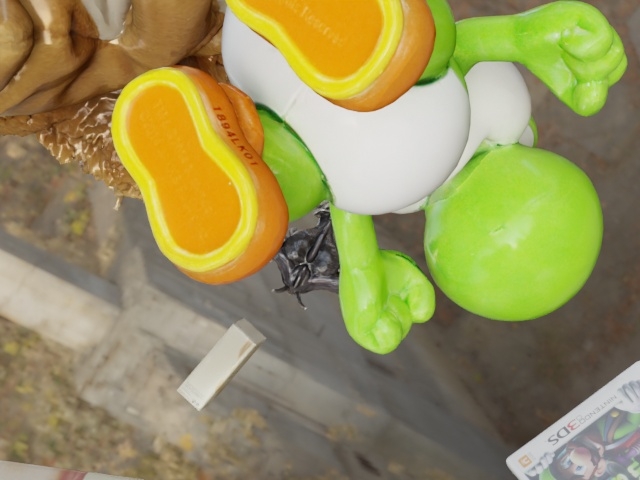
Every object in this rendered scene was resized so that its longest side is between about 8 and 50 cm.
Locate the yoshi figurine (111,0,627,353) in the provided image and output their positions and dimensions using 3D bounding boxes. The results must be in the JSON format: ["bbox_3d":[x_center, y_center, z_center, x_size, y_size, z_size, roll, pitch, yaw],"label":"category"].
[{"bbox_3d":[0.065,-0.036,0.669,0.203,0.362,0.203,2,89,26],"label":"yoshi figurine"}]

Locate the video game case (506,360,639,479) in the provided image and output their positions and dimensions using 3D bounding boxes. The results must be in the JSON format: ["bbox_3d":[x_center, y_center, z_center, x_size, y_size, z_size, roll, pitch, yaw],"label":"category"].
[{"bbox_3d":[0.301,0.227,1.174,0.173,0.022,0.190,-35,49,-6],"label":"video game case"}]

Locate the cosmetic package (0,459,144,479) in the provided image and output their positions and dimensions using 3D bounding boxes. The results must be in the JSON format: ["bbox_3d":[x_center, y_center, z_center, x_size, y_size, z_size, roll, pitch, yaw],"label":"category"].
[{"bbox_3d":[-0.291,0.262,0.978,0.129,0.296,0.153,-73,-13,-52],"label":"cosmetic package"}]

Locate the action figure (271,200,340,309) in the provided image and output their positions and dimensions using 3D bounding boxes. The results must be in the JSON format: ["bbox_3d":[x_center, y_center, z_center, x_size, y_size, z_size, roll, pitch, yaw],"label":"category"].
[{"bbox_3d":[0.000,0.000,1.695,0.141,0.164,0.276,111,-174,-55],"label":"action figure"}]

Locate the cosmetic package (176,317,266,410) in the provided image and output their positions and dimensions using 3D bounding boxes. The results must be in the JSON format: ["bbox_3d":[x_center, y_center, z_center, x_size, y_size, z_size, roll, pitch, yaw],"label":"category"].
[{"bbox_3d":[-0.123,0.155,1.545,0.115,0.041,0.060,-49,-6,11],"label":"cosmetic package"}]

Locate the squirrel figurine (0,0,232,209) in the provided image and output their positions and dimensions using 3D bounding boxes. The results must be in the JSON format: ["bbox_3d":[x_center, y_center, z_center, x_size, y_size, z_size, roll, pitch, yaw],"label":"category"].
[{"bbox_3d":[-0.147,-0.204,1.084,0.397,0.370,0.281,132,130,-58],"label":"squirrel figurine"}]
